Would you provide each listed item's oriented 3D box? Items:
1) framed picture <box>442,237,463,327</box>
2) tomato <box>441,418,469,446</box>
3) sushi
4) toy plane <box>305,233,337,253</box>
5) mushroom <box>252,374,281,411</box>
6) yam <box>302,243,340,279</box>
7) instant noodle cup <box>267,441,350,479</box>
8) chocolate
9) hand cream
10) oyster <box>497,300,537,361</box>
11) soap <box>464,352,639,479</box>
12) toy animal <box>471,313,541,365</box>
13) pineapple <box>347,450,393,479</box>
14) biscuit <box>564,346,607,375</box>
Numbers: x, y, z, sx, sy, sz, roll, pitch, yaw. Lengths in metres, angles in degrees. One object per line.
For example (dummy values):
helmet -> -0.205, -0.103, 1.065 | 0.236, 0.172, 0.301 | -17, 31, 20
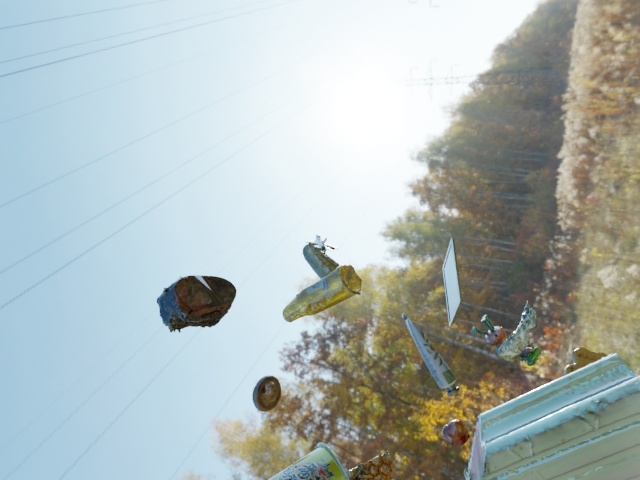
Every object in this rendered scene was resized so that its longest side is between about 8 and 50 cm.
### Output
framed picture -> 0.458, 0.147, 1.449 | 0.197, 0.014, 0.252 | 83, -170, -53
tomato -> 0.434, 0.616, 1.329 | 0.087, 0.075, 0.087 | -21, -40, -19
sushi -> -0.362, 0.181, 1.232 | 0.225, 0.126, 0.136 | -1, -125, -52
toy plane -> -0.003, 0.016, 1.970 | 0.234, 0.159, 0.082 | -155, 77, -77
mushroom -> -0.196, 0.556, 1.520 | 0.126, 0.085, 0.109 | -43, -43, -39
yam -> 0.032, 0.139, 2.171 | 0.133, 0.330, 0.133 | -40, -18, -16
instant noodle cup -> -0.036, 0.657, 1.002 | 0.200, 0.264, 0.264 | -15, -66, -23
chocolate -> -0.013, 0.280, 1.994 | 0.162, 0.445, 0.162 | 37, -147, -30
hand cream -> 0.309, 0.325, 1.205 | 0.055, 0.256, 0.088 | -33, -19, 0
oyster -> 0.598, 0.277, 1.258 | 0.106, 0.061, 0.200 | 7, -80, -79
soap -> 0.529, 0.473, 0.929 | 0.261, 0.446, 0.156 | 57, -169, -10
toy animal -> 0.597, 0.334, 1.351 | 0.103, 0.208, 0.100 | -46, -16, -30
pineapple -> 0.204, 1.025, 1.782 | 0.249, 0.140, 0.164 | -37, -40, 7
biscuit -> 0.878, 0.467, 1.355 | 0.036, 0.165, 0.226 | 88, -161, -71
